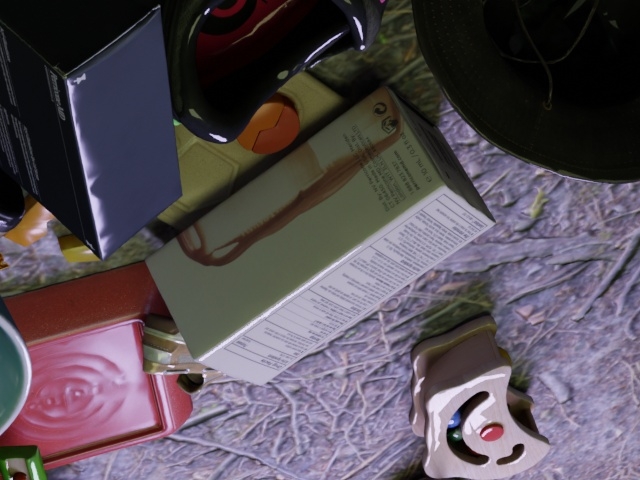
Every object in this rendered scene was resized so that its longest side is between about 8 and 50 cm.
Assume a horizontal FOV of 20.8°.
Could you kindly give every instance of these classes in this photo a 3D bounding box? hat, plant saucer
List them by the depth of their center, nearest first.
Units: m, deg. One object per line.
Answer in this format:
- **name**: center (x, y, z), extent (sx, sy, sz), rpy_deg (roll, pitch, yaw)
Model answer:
- **hat**: center (0.211, -0.192, 1.564), extent (0.331, 0.331, 0.134), rpy_deg (-2, 172, -21)
- **plant saucer**: center (-0.267, 0.152, 1.817), extent (0.258, 0.048, 0.259), rpy_deg (-15, 136, -8)

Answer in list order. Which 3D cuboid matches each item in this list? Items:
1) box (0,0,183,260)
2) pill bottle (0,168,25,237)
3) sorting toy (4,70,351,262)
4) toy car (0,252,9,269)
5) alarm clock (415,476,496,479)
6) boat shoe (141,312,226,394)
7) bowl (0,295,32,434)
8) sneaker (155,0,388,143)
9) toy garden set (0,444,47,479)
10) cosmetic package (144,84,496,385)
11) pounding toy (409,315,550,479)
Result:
- **box**: center (-0.213, -0.130, 1.400), extent (0.103, 0.184, 0.261), rpy_deg (-38, 156, -21)
- **pill bottle**: center (-0.381, -0.005, 1.553), extent (0.219, 0.123, 0.123), rpy_deg (-36, 136, 14)
- **sorting toy**: center (-0.144, -0.071, 1.644), extent (0.307, 0.041, 0.229), rpy_deg (-42, 134, 20)
- **toy car**: center (-0.367, 0.031, 1.674), extent (0.122, 0.060, 0.041), rpy_deg (-24, 96, -23)
- **alarm clock**: center (0.146, 0.337, 2.166), extent (0.192, 0.064, 0.129), rpy_deg (-39, 135, 21)
- **boat shoe**: center (-0.126, 0.123, 1.797), extent (0.190, 0.068, 0.072), rpy_deg (19, 85, -55)
- **bowl**: center (-0.394, 0.056, 1.390), extent (0.311, 0.163, 0.311), rpy_deg (-9, 144, -7)
- **sneaker**: center (0.033, -0.262, 1.398), extent (0.185, 0.202, 0.483), rpy_deg (25, 115, -40)
- **toy garden set**: center (-0.411, 0.236, 1.784), extent (0.244, 0.049, 0.204), rpy_deg (-3, 129, 4)
- **cosmetic package**: center (0.000, 0.000, 1.691), extent (0.296, 0.129, 0.153), rpy_deg (-35, 155, 12)
- **pounding toy**: center (0.193, 0.230, 2.008), extent (0.154, 0.155, 0.270), rpy_deg (-10, 136, -7)
